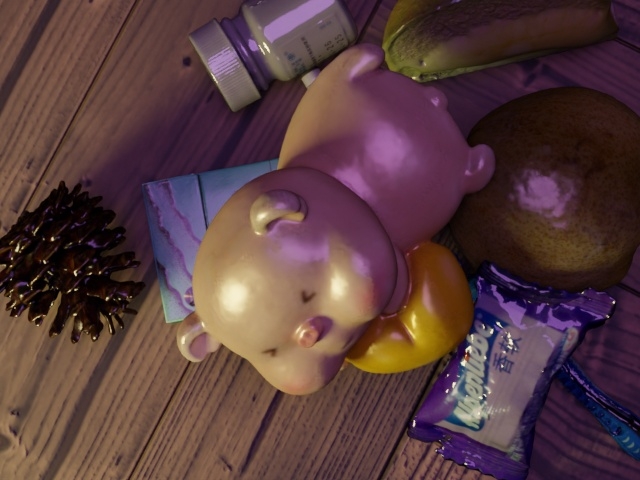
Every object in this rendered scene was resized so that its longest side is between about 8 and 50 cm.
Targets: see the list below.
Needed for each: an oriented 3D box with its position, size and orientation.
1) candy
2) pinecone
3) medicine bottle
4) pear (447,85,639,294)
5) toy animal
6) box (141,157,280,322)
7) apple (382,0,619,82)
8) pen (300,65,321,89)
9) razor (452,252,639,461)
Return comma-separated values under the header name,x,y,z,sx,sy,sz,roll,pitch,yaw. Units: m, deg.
name,x,y,z,sx,sy,sz,roll,pitch,yaw
candy,0.197,0.141,1.437,0.145,0.070,0.275,23,123,6
pinecone,-0.270,0.035,1.468,0.163,0.163,0.165,-44,101,-2
medicine bottle,-0.052,-0.227,1.505,0.168,0.105,0.105,-31,85,-2
pear,0.240,-0.055,1.436,0.211,0.188,0.229,11,79,-9
toy animal,0.018,0.011,1.322,0.277,0.247,0.345,42,113,15
box,-0.074,-0.005,1.516,0.229,0.041,0.162,-10,85,1
apple,0.189,-0.262,1.464,0.264,0.193,0.120,-12,75,3
pen,0.039,-0.106,1.532,0.025,0.025,0.204,-31,86,-1
razor,0.250,0.128,1.494,0.324,0.093,0.056,39,51,1
